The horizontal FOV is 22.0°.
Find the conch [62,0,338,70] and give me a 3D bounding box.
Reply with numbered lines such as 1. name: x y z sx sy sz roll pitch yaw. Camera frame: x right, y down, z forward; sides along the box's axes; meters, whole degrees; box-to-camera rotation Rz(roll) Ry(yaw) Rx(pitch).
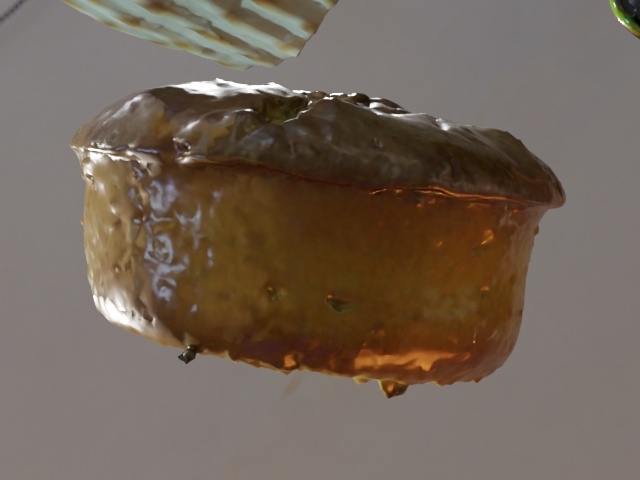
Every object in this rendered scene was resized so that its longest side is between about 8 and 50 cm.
1. conch: -0.069 -0.227 0.639 0.215 0.319 0.303 8 -84 -21

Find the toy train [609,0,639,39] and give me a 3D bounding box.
1. toy train: 0.273 -0.185 1.078 0.160 0.100 0.296 -18 -118 -18

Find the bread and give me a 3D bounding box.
1. bread: 0.000 0.000 1.066 0.340 0.179 0.194 10 -82 -8
